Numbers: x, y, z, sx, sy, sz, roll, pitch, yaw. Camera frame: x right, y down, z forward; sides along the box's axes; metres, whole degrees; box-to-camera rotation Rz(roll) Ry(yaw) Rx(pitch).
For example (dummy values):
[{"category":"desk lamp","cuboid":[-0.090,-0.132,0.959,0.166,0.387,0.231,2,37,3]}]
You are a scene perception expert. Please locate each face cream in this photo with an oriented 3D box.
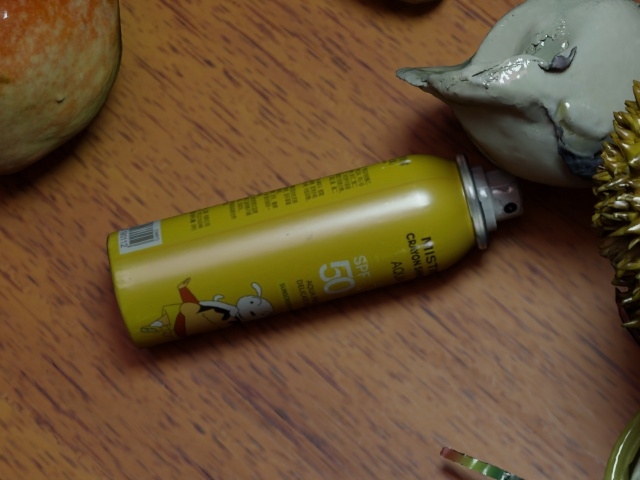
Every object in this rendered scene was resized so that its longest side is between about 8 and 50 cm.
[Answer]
[{"category":"face cream","cuboid":[0.000,0.000,1.573,0.349,0.105,0.105,-15,65,1]}]

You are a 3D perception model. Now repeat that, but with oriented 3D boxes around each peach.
[{"category":"peach","cuboid":[-0.279,-0.185,1.629,0.232,0.232,0.256,35,86,20]}]

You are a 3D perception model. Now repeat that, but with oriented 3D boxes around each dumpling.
[{"category":"dumpling","cuboid":[0.194,-0.110,1.533,0.204,0.293,0.163,-28,77,40]}]

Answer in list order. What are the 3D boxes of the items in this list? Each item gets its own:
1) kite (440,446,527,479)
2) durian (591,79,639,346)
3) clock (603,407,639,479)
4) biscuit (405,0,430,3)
[{"category":"kite","cuboid":[0.201,0.253,1.446,0.285,0.015,0.152,21,86,28]},{"category":"durian","cuboid":[0.362,-0.007,1.348,0.348,0.384,0.347,-14,69,41]},{"category":"clock","cuboid":[0.338,0.213,1.459,0.237,0.057,0.237,-4,66,9]},{"category":"biscuit","cuboid":[0.089,-0.354,1.721,0.213,0.091,0.274,38,78,18]}]
